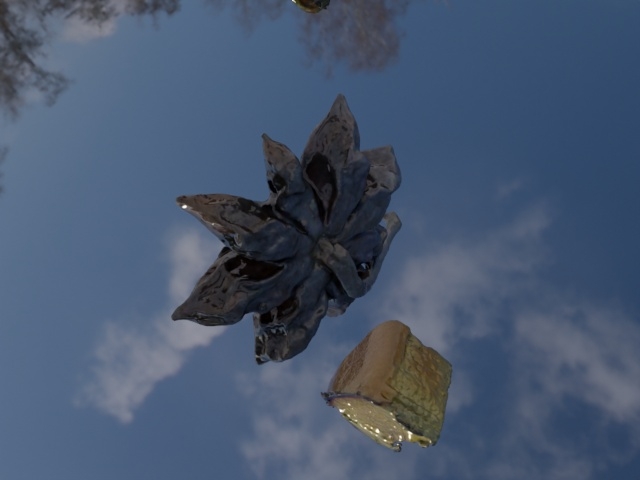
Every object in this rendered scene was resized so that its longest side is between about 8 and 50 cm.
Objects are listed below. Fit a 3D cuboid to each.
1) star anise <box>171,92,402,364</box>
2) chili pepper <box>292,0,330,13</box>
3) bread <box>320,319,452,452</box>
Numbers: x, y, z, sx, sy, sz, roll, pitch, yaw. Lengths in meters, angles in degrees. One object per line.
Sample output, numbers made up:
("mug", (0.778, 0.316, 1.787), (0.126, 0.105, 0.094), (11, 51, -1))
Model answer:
("star anise", (0.000, -0.001, 0.696), (0.081, 0.262, 0.230), (24, -76, 40))
("chili pepper", (-0.096, -0.365, 0.749), (0.110, 0.387, 0.110), (-22, 171, -4))
("bread", (0.079, 0.223, 1.154), (0.160, 0.140, 0.169), (-49, -173, 30))
